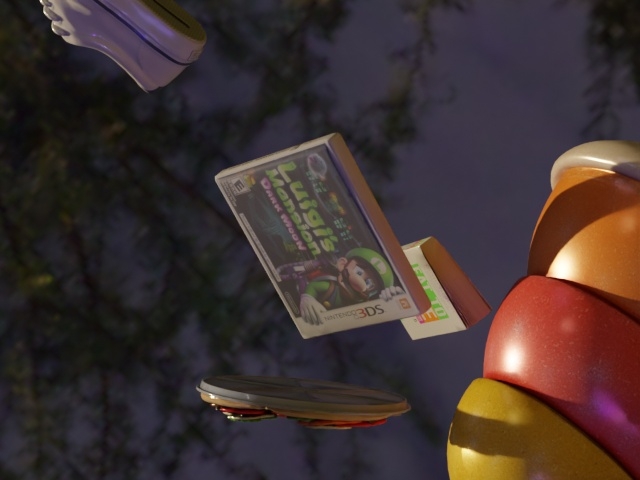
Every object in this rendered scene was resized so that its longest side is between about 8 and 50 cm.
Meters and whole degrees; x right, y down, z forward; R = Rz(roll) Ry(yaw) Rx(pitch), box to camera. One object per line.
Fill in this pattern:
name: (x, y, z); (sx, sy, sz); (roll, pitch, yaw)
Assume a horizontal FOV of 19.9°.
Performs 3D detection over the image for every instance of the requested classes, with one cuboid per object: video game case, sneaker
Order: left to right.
sneaker: (-0.235, -0.240, 1.771); (0.258, 0.091, 0.094); (40, -158, -5)
video game case: (0.000, 0.000, 1.746); (0.022, 0.173, 0.190); (-39, -74, -41)

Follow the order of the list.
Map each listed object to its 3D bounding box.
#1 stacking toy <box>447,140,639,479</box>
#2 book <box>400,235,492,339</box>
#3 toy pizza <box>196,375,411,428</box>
stacking toy: (0.234, 0.182, 1.650); (0.350, 0.480, 0.350); (38, 170, 8)
book: (0.104, 0.048, 1.834); (0.035, 0.144, 0.096); (-36, -85, -21)
toy pizza: (-0.017, 0.154, 1.699); (0.201, 0.201, 0.032); (4, -87, -50)
